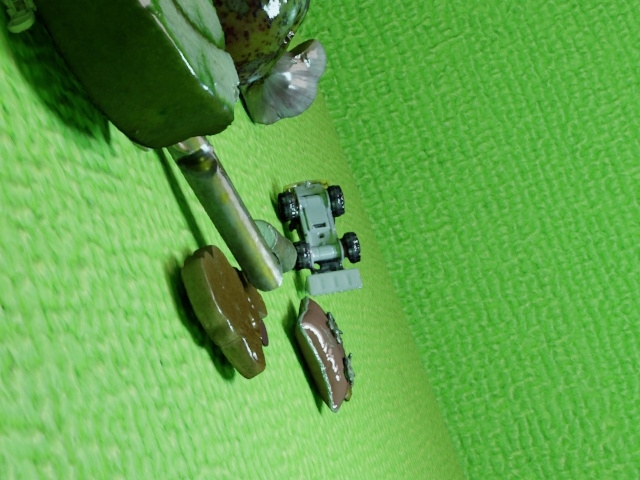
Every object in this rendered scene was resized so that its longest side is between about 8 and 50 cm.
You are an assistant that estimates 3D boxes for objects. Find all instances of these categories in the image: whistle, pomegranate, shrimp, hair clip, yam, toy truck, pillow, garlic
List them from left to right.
[{"bbox_3d":[-0.320,-0.281,1.292,0.226,0.034,0.072,-87,153,-71],"label":"hair clip"},{"bbox_3d":[-0.188,-0.402,1.785,0.341,0.285,0.285,36,9,2],"label":"pomegranate"},{"bbox_3d":[-0.147,-0.071,1.624,0.326,0.057,0.068,59,-6,-13],"label":"whistle"},{"bbox_3d":[-0.089,0.012,1.896,0.146,0.070,0.069,46,24,-69],"label":"yam"},{"bbox_3d":[-0.109,-0.375,2.377,0.207,0.207,0.256,-100,167,-51],"label":"garlic"},{"bbox_3d":[0.000,0.000,2.267,0.111,0.136,0.285,93,-14,-56],"label":"toy truck"},{"bbox_3d":[0.009,0.192,2.030,0.171,0.075,0.179,-71,138,-75],"label":"pillow"},{"bbox_3d":[0.041,0.231,2.268,0.124,0.034,0.178,61,13,-56],"label":"shrimp"}]

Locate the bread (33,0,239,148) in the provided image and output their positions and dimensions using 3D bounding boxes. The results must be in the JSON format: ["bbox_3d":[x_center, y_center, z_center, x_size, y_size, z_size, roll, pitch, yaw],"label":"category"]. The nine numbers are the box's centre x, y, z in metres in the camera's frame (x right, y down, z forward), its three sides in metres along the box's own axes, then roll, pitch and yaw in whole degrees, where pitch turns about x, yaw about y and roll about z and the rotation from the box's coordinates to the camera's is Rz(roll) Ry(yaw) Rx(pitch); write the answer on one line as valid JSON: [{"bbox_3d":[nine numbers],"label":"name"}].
[{"bbox_3d":[-0.217,-0.288,1.348,0.381,0.129,0.366,62,11,-14],"label":"bread"}]

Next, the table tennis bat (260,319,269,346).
[{"bbox_3d":[-0.094,0.125,1.789,0.050,0.007,0.083,54,19,-57],"label":"table tennis bat"}]

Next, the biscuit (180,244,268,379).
[{"bbox_3d":[-0.122,0.091,1.572,0.320,0.047,0.183,-61,129,-81],"label":"biscuit"}]

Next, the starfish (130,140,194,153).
[{"bbox_3d":[-0.253,-0.209,1.446,0.235,0.062,0.277,-83,148,-68],"label":"starfish"}]
